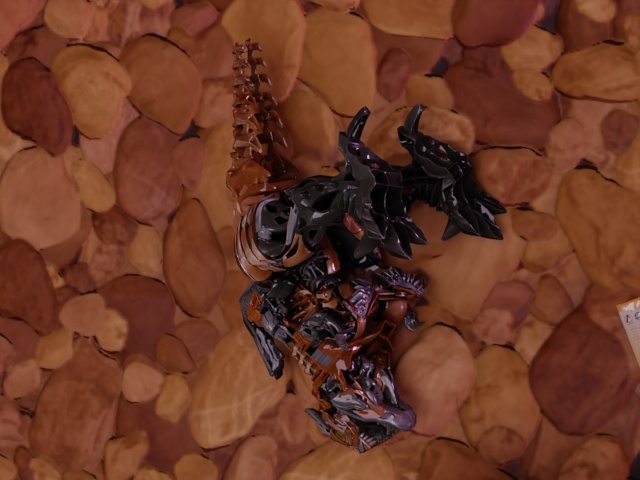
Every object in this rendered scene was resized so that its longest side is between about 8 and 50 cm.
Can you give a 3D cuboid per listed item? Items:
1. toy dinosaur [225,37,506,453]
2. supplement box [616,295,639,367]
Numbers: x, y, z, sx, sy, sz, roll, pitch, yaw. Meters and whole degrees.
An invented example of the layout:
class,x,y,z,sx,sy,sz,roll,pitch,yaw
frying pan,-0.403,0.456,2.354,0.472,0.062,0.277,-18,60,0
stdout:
class,x,y,z,sx,sy,sz,roll,pitch,yaw
toy dinosaur,0.000,0.000,1.479,0.218,0.164,0.322,-28,102,36
supplement box,0.270,0.083,1.420,0.062,0.036,0.098,-24,82,22
